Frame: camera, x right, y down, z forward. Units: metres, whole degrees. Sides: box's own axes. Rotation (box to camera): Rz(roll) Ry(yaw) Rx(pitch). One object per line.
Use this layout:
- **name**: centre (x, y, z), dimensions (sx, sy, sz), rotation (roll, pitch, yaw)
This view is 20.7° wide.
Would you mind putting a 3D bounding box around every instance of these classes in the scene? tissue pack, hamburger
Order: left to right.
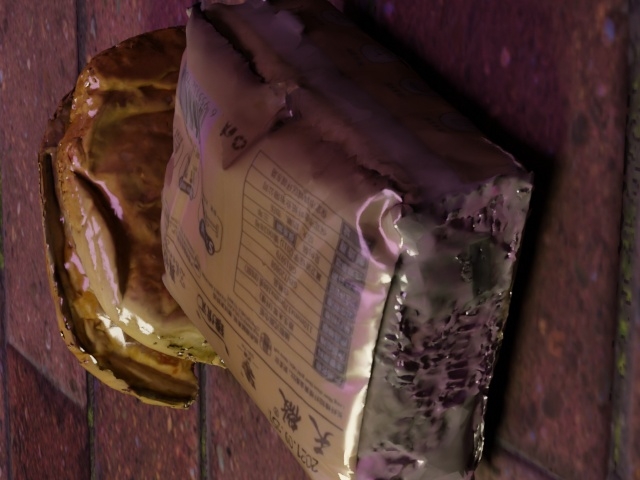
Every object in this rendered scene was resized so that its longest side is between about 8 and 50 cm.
- **hamburger**: centre (-0.135, -0.012, 1.226), dimensions (0.124, 0.131, 0.262), rotation (144, 120, -60)
- **tissue pack**: centre (0.000, 0.000, 0.967), dimensions (0.257, 0.123, 0.215), rotation (50, 141, 49)
